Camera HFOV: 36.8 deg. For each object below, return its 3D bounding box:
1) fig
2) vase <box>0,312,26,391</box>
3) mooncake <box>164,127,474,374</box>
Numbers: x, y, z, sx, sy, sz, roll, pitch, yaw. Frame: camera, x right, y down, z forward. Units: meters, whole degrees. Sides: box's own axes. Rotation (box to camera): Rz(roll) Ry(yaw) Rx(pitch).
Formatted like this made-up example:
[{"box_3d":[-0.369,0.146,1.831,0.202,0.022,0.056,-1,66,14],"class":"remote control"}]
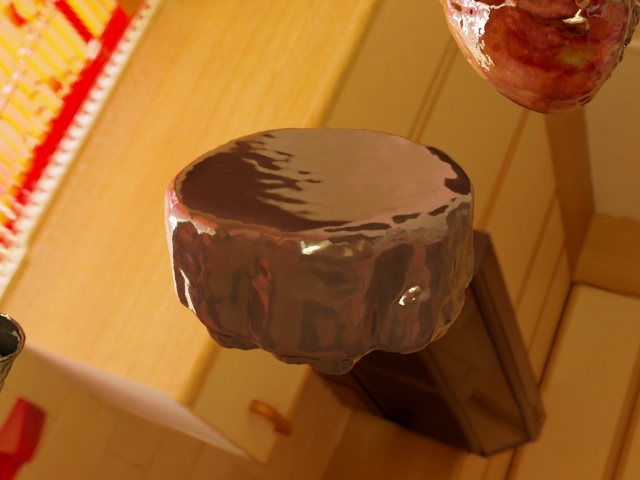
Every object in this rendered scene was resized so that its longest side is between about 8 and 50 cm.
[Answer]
[{"box_3d":[0.259,-0.270,1.111,0.224,0.224,0.263,40,5,-40],"class":"fig"},{"box_3d":[-0.307,0.138,0.860,0.059,0.059,0.167,24,-53,-3],"class":"vase"},{"box_3d":[0.000,0.000,0.858,0.283,0.283,0.141,15,-61,22],"class":"mooncake"}]
